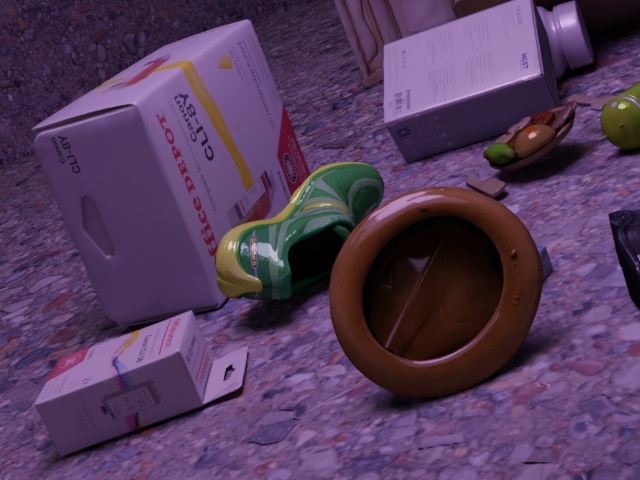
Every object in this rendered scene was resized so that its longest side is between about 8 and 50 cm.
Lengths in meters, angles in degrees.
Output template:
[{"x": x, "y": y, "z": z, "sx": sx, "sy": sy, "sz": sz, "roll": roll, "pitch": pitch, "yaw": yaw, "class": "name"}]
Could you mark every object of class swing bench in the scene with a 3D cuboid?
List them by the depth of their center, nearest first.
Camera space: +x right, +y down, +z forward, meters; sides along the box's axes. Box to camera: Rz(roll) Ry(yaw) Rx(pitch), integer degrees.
[{"x": 0.158, "y": -0.433, "z": 2.167, "sx": 0.165, "sy": 0.253, "sz": 0.254, "roll": -30, "pitch": 19, "yaw": -23, "class": "swing bench"}]

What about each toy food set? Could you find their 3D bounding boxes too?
[{"x": 0.257, "y": -0.133, "z": 1.422, "sx": 0.192, "sy": 0.038, "sz": 0.132, "roll": -38, "pitch": 15, "yaw": -4, "class": "toy food set"}]

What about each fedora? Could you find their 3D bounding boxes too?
[{"x": 0.103, "y": 0.050, "z": 1.024, "sx": 0.194, "sy": 0.194, "sz": 0.079, "roll": -21, "pitch": -23, "yaw": 4, "class": "fedora"}]

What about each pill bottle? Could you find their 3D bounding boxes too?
[{"x": 0.305, "y": -0.289, "z": 1.780, "sx": 0.208, "sy": 0.119, "sz": 0.119, "roll": -15, "pitch": 18, "yaw": 20, "class": "pill bottle"}]

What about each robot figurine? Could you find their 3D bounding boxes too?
[{"x": 0.377, "y": -0.149, "z": 1.358, "sx": 0.115, "sy": 0.067, "sz": 0.101, "roll": -31, "pitch": -8, "yaw": -25, "class": "robot figurine"}]

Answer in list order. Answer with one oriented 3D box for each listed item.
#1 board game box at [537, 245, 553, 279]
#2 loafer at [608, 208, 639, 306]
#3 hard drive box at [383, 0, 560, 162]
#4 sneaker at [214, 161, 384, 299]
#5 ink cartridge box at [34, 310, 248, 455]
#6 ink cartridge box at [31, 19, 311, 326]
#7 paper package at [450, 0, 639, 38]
[{"x": 0.137, "y": 0.047, "z": 1.134, "sx": 0.154, "sy": 0.026, "sz": 0.103, "roll": -8, "pitch": 22, "yaw": 39, "class": "board game box"}, {"x": 0.291, "y": 0.008, "z": 1.010, "sx": 0.061, "sy": 0.062, "sz": 0.170, "roll": -13, "pitch": 20, "yaw": 13, "class": "loafer"}, {"x": 0.212, "y": -0.231, "z": 1.656, "sx": 0.232, "sy": 0.089, "sz": 0.181, "roll": -16, "pitch": 46, "yaw": 20, "class": "hard drive box"}, {"x": 0.000, "y": 0.000, "z": 1.360, "sx": 0.123, "sy": 0.109, "sz": 0.295, "roll": 17, "pitch": 35, "yaw": 29, "class": "sneaker"}, {"x": -0.178, "y": 0.137, "z": 1.182, "sx": 0.198, "sy": 0.067, "sz": 0.115, "roll": -20, "pitch": 17, "yaw": 6, "class": "ink cartridge box"}, {"x": -0.175, "y": -0.098, "z": 1.534, "sx": 0.160, "sy": 0.279, "sz": 0.385, "roll": -12, "pitch": 20, "yaw": 24, "class": "ink cartridge box"}, {"x": 0.372, "y": -0.437, "z": 1.848, "sx": 0.324, "sy": 0.168, "sz": 0.309, "roll": -17, "pitch": -20, "yaw": 15, "class": "paper package"}]
